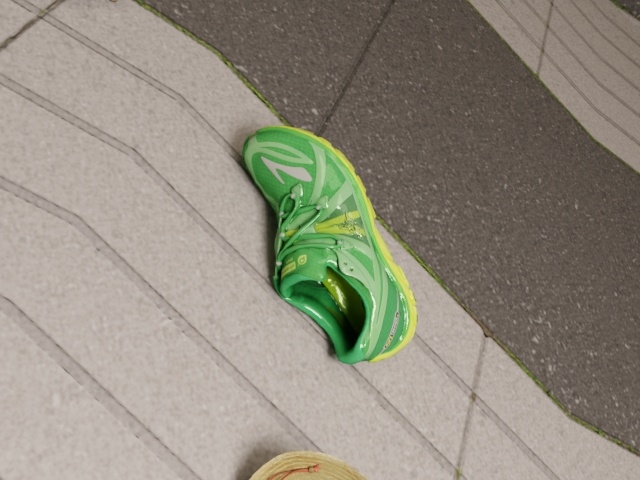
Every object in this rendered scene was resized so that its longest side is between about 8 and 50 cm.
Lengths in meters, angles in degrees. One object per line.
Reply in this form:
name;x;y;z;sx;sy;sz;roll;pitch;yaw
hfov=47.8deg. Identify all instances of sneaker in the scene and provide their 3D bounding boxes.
sneaker;0.000;0.000;0.788;0.124;0.109;0.295;-24;79;-49

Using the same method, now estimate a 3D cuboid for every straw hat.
straw hat;0.000;0.255;0.651;0.144;0.145;0.061;61;4;10
